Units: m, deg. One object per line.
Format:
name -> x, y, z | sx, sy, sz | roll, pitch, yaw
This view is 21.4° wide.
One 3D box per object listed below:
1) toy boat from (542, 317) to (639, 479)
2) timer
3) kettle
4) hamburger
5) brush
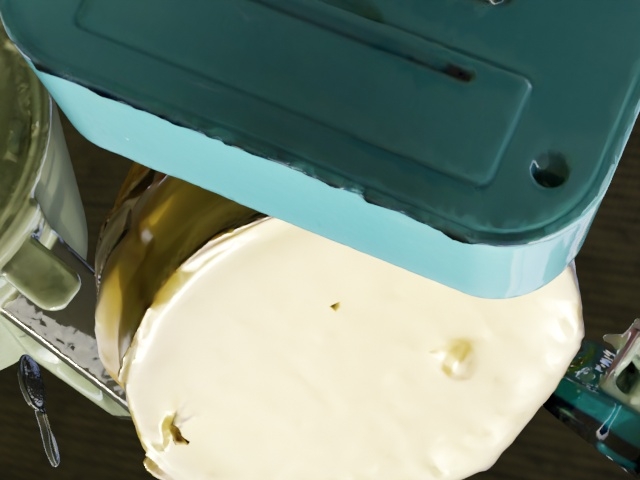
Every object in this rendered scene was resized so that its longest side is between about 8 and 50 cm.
toy boat -> 0.222, 0.107, 1.186 | 0.134, 0.299, 0.092 | 34, -87, 5
timer -> 0.030, -0.129, 0.637 | 0.232, 0.091, 0.250 | 23, -100, 11
kettle -> -0.242, -0.006, 1.149 | 0.361, 0.376, 0.250 | 33, -102, 5
hamburger -> 0.000, 0.000, 0.964 | 0.276, 0.276, 0.237 | -34, -140, 17
brush -> -0.196, 0.119, 1.181 | 0.008, 0.024, 0.083 | -9, -79, 27
